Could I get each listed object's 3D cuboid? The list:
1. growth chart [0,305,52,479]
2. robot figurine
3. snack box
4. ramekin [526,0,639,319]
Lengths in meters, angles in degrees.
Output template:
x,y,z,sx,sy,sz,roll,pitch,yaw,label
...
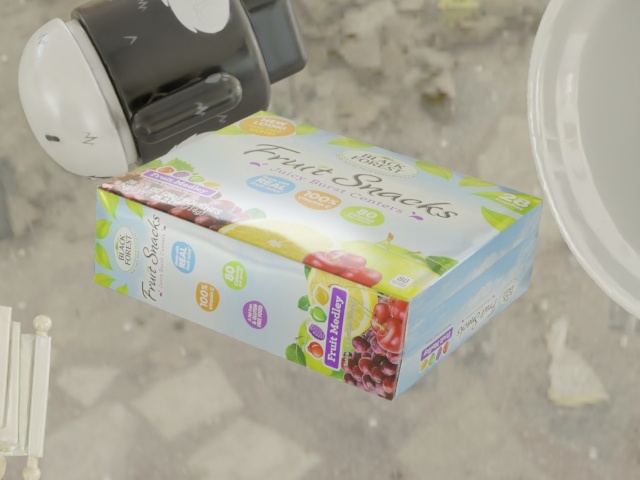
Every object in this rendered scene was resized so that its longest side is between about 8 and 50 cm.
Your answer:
x,y,z,sx,sy,sz,roll,pitch,yaw,label
-0.345,0.118,1.407,0.237,0.021,0.172,14,97,10,growth chart
-0.156,-0.167,1.559,0.278,0.209,0.173,-25,81,-12,robot figurine
0.000,0.000,0.936,0.207,0.070,0.174,21,29,26,snack box
0.283,-0.081,1.106,0.135,0.277,0.277,-17,49,-30,ramekin
